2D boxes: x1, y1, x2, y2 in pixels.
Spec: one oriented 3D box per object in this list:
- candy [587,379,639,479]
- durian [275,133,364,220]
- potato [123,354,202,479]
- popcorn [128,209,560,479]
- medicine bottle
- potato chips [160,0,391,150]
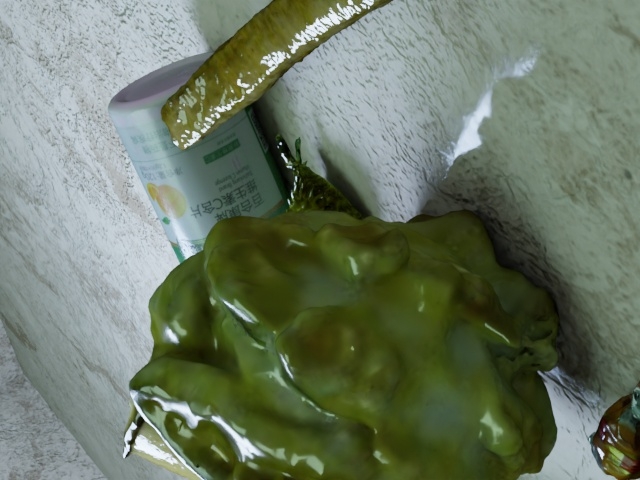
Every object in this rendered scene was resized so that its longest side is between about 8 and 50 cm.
[{"bbox_3d":[0.228,0.143,0.948,0.053,0.046,0.182,51,159,21],"label":"candy"},{"bbox_3d":[0.000,0.000,1.212,0.100,0.086,0.215,-124,15,-46],"label":"durian"},{"bbox_3d":[-0.088,0.175,1.432,0.242,0.242,0.285,59,-179,-2],"label":"potato"},{"bbox_3d":[0.017,0.100,1.008,0.312,0.312,0.312,46,155,28],"label":"popcorn"},{"bbox_3d":[-0.098,-0.041,1.287,0.133,0.133,0.274,17,135,59],"label":"medicine bottle"},{"bbox_3d":[-0.029,-0.163,1.030,0.057,0.080,0.407,51,150,-8],"label":"potato chips"}]
